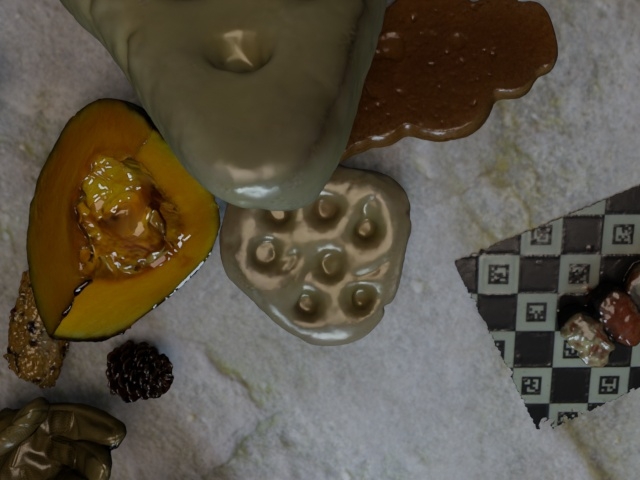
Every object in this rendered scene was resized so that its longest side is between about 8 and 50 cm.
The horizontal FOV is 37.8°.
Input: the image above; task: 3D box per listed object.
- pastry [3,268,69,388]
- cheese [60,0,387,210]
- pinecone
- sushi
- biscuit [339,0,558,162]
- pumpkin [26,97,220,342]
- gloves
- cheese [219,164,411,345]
[{"bbox_3d":[-0.334,0.104,1.119,0.080,0.056,0.140,18,100,-14],"label":"pastry"},{"bbox_3d":[-0.116,-0.176,0.898,0.351,0.328,0.129,6,149,1],"label":"cheese"},{"bbox_3d":[-0.217,0.159,1.124,0.077,0.083,0.077,-1,91,-41],"label":"pinecone"},{"bbox_3d":[0.348,0.085,1.124,0.290,0.050,0.264,-25,106,7],"label":"sushi"},{"bbox_3d":[0.105,-0.186,1.007,0.295,0.044,0.185,-8,78,4],"label":"biscuit"},{"bbox_3d":[-0.212,-0.042,1.050,0.148,0.169,0.312,53,126,26],"label":"pumpkin"},{"bbox_3d":[-0.367,0.278,1.128,0.331,0.141,0.154,-20,81,15],"label":"gloves"},{"bbox_3d":[0.000,0.000,1.058,0.218,0.117,0.235,-22,105,4],"label":"cheese"}]
